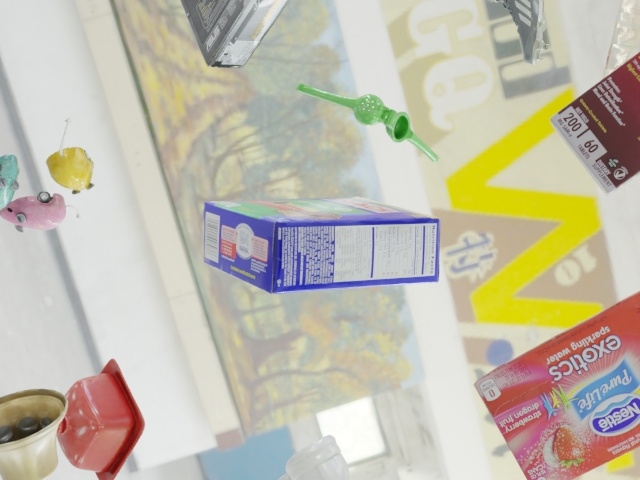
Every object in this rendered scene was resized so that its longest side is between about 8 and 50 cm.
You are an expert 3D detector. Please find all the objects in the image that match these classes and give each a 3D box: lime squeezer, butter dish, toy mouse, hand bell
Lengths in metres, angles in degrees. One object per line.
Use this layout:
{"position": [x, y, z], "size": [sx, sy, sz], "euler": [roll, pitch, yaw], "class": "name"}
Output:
{"position": [0.106, -0.209, 1.560], "size": [0.110, 0.310, 0.059], "euler": [-30, -140, 60], "class": "lime squeezer"}
{"position": [-0.374, 0.291, 1.377], "size": [0.160, 0.118, 0.160], "euler": [-56, -132, 23], "class": "butter dish"}
{"position": [-0.276, -0.038, 0.807], "size": [0.161, 0.143, 0.031], "euler": [88, -21, -67], "class": "toy mouse"}
{"position": [-0.347, 0.320, 1.075], "size": [0.126, 0.126, 0.242], "euler": [-120, -160, -68], "class": "hand bell"}

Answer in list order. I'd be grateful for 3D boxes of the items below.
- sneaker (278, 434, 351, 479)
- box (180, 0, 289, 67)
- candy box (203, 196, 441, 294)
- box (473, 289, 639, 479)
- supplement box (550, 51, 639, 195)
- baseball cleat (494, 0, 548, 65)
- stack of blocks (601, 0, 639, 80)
{"position": [0.003, 0.288, 0.955], "size": [0.094, 0.080, 0.212], "euler": [56, -15, 20], "class": "sneaker"}
{"position": [-0.093, -0.342, 1.003], "size": [0.231, 0.056, 0.183], "euler": [-44, -119, 46], "class": "box"}
{"position": [0.000, 0.000, 1.455], "size": [0.268, 0.317, 0.122], "euler": [17, -74, 58], "class": "candy box"}
{"position": [0.298, 0.135, 0.866], "size": [0.128, 0.256, 0.122], "euler": [61, 12, 14], "class": "box"}
{"position": [0.439, -0.180, 1.136], "size": [0.130, 0.239, 0.073], "euler": [55, 13, 11], "class": "supplement box"}
{"position": [0.350, -0.411, 1.536], "size": [0.072, 0.109, 0.206], "euler": [16, 78, -70], "class": "baseball cleat"}
{"position": [0.497, -0.279, 1.374], "size": [0.171, 0.087, 0.297], "euler": [60, 45, -69], "class": "stack of blocks"}
